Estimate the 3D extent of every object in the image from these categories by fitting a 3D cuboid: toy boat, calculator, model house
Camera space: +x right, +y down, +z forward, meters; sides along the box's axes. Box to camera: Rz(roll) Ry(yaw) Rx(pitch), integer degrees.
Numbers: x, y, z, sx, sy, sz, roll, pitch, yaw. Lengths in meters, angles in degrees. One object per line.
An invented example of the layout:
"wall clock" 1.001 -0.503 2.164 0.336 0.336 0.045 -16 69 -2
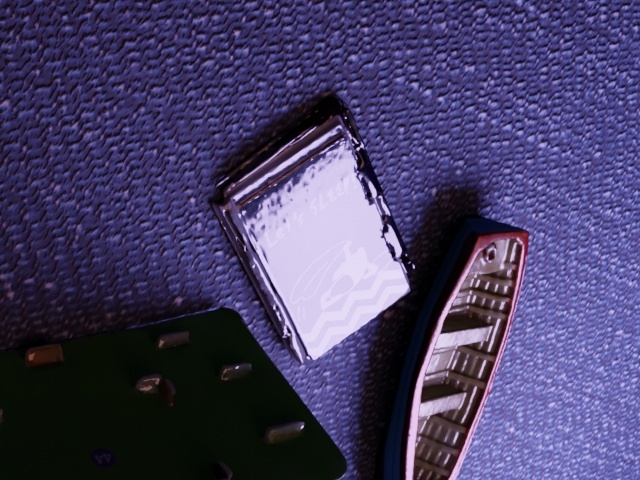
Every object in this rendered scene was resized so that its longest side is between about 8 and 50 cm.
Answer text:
"toy boat" 0.137 0.157 1.656 0.136 0.079 0.392 -4 119 -42
"calculator" 0.000 0.000 1.469 0.166 0.028 0.274 -36 134 -13
"model house" -0.193 0.258 1.379 0.358 0.242 0.312 -12 141 -37
